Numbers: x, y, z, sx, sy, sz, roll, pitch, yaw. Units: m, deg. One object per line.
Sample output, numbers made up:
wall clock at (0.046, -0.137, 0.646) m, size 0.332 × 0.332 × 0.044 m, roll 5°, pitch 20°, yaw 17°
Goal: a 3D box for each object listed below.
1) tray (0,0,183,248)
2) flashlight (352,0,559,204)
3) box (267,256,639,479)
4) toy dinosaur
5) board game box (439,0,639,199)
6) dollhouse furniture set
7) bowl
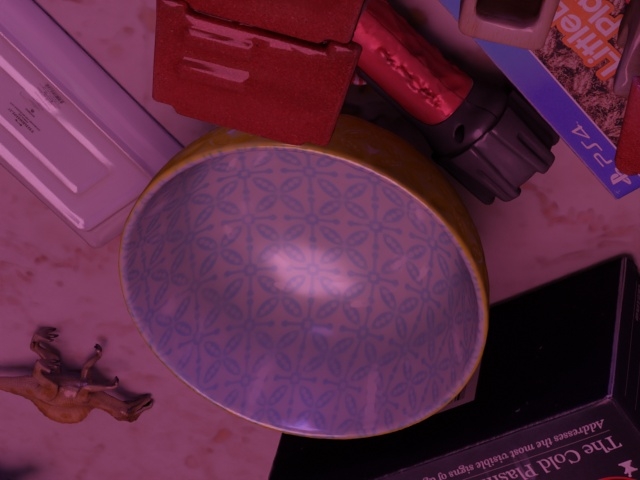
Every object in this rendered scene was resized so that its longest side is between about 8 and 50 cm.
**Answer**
tray at (-0.237, -0.106, 1.470) m, size 0.145 × 0.030 × 0.270 m, roll -33°, pitch 114°, yaw 31°
flashlight at (0.050, -0.149, 1.319) m, size 0.304 × 0.103 × 0.103 m, roll 41°, pitch 123°, yaw -16°
box at (0.183, 0.231, 1.528) m, size 0.343 × 0.179 × 0.312 m, roll -24°, pitch 119°, yaw 29°
toy dinosaur at (-0.247, 0.132, 1.640) m, size 0.183 × 0.053 × 0.092 m, roll 10°, pitch 130°, yaw 6°
board game box at (0.250, -0.207, 1.197) m, size 0.291 × 0.141 × 0.232 m, roll -32°, pitch 114°, yaw 32°
dollhouse furniture set at (0.106, -0.148, 1.043) m, size 0.374 × 0.201 × 0.152 m, roll 14°, pitch 132°, yaw 0°
bowl at (0.000, 0.000, 1.408) m, size 0.289 × 0.156 × 0.289 m, roll 8°, pitch 130°, yaw 9°
